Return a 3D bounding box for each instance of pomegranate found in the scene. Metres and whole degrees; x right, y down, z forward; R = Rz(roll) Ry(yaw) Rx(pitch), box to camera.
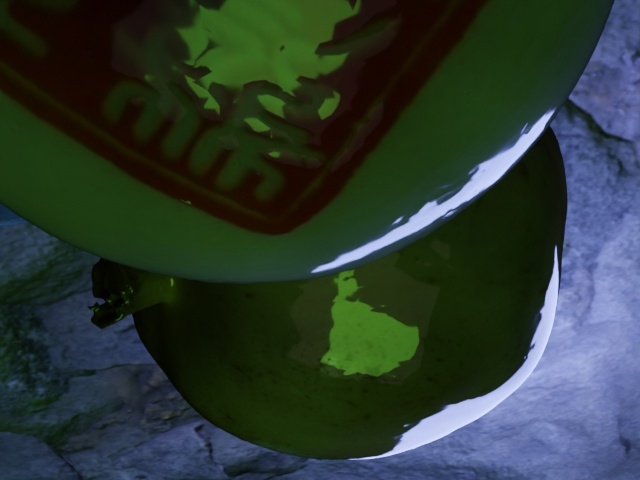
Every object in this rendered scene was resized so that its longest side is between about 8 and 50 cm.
[{"bbox_3d":[0.000,0.000,0.845,0.319,0.319,0.319,-4,142,-3],"label":"pomegranate"}]

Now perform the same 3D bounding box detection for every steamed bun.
[{"bbox_3d":[-0.044,-0.159,0.568,0.374,0.241,0.374,1,99,7],"label":"steamed bun"}]

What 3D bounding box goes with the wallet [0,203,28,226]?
[{"bbox_3d":[-0.245,-0.059,0.946,0.088,0.026,0.129,-5,141,-7],"label":"wallet"}]
